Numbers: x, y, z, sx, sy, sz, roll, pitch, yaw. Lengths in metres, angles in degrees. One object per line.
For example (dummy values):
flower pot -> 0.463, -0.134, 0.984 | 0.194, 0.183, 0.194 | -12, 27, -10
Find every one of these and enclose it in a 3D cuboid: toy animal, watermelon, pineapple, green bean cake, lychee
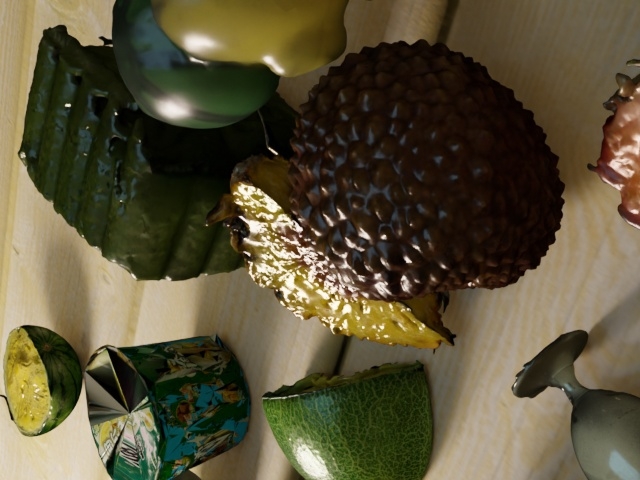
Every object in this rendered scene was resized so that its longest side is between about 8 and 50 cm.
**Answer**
toy animal -> -0.085, -0.240, 0.933 | 0.338, 0.191, 0.216 | -35, 72, 42
watermelon -> -0.535, 0.270, 1.906 | 0.204, 0.127, 0.232 | 43, 127, 36
pineapple -> 0.002, -0.004, 1.124 | 0.161, 0.334, 0.158 | -36, 29, 52
green bean cake -> -0.178, -0.125, 1.240 | 0.335, 0.319, 0.218 | 44, 127, 31
lychee -> 0.099, -0.068, 0.951 | 0.267, 0.267, 0.268 | 15, 109, 48

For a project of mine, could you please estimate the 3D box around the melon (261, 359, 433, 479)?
melon -> 0.022, 0.255, 1.229 | 0.265, 0.129, 0.169 | -19, 86, 50

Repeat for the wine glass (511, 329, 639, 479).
wine glass -> 0.284, 0.191, 0.915 | 0.222, 0.103, 0.103 | 51, 133, 30

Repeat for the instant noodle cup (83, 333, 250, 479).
instant noodle cup -> -0.227, 0.251, 1.486 | 0.240, 0.178, 0.240 | 15, 110, 48

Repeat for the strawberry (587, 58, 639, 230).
strawberry -> 0.361, -0.087, 0.727 | 0.280, 0.150, 0.253 | 40, 148, 35

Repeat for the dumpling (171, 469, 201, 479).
dumpling -> -0.215, 0.422, 1.545 | 0.229, 0.151, 0.124 | 145, 132, -62
